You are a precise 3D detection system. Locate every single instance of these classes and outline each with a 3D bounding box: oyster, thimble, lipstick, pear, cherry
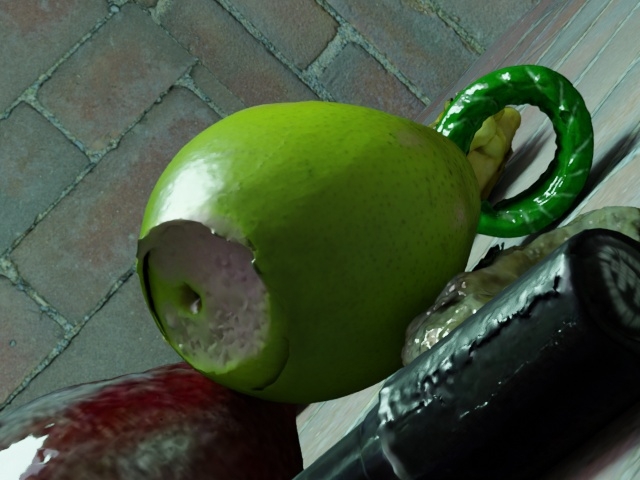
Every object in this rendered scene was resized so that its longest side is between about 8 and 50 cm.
[{"bbox_3d":[0.108,0.033,1.104,0.209,0.072,0.133,-47,6,-30],"label":"oyster"},{"bbox_3d":[0.139,-0.064,1.452,0.130,0.118,0.090,-28,2,9],"label":"thimble"},{"bbox_3d":[0.053,0.098,0.929,0.300,0.081,0.081,-42,6,40],"label":"lipstick"},{"bbox_3d":[0.000,0.000,1.165,0.187,0.187,0.220,-44,-6,40],"label":"pear"},{"bbox_3d":[-0.128,0.180,1.189,0.300,0.203,0.230,-37,-7,-9],"label":"cherry"}]

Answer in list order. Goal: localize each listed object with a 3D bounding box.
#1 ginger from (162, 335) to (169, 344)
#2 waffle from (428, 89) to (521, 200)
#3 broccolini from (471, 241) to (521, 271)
[{"bbox_3d":[-0.085,0.030,1.842,0.216,0.102,0.157,-47,25,37],"label":"ginger"},{"bbox_3d":[0.045,0.015,1.894,0.382,0.095,0.379,-47,2,41],"label":"waffle"},{"bbox_3d":[0.071,0.099,1.162,0.057,0.071,0.254,-10,38,42],"label":"broccolini"}]
